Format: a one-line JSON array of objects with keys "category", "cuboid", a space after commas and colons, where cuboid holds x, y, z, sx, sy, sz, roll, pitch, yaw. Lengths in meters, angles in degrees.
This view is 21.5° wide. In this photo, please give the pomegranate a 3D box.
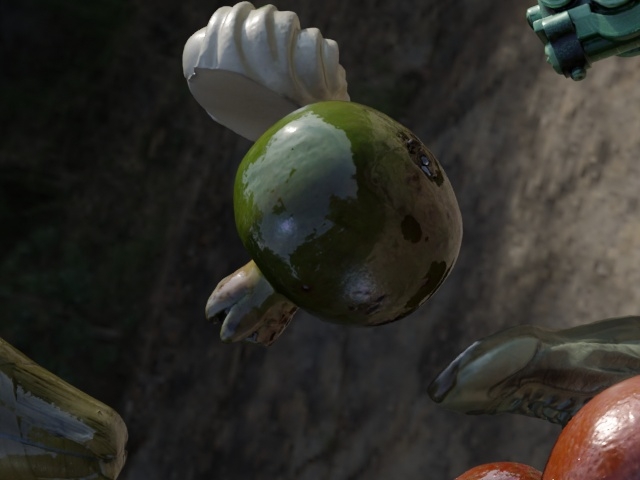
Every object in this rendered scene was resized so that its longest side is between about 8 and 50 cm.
[{"category": "pomegranate", "cuboid": [-0.002, -0.014, 1.276, 0.179, 0.211, 0.179, -16, -90, -84]}]

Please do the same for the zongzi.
[{"category": "zongzi", "cuboid": [-0.317, 0.137, 1.760, 0.115, 0.228, 0.256, -37, -55, -75]}]

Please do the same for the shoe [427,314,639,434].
[{"category": "shoe", "cuboid": [0.224, 0.135, 1.578, 0.098, 0.275, 0.103, 64, 146, 33]}]

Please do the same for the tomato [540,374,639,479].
[{"category": "tomato", "cuboid": [0.310, 0.235, 1.442, 0.265, 0.265, 0.264, -166, 90, -70]}]

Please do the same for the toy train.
[{"category": "toy train", "cuboid": [0.279, -0.211, 1.544, 0.178, 0.071, 0.104, -18, 66, 18]}]

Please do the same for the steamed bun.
[{"category": "steamed bun", "cuboid": [-0.047, -0.170, 1.694, 0.183, 0.183, 0.106, -25, 41, 65]}]

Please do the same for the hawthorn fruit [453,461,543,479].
[{"category": "hawthorn fruit", "cuboid": [0.161, 0.341, 1.730, 0.262, 0.211, 0.210, -28, 51, 59]}]
